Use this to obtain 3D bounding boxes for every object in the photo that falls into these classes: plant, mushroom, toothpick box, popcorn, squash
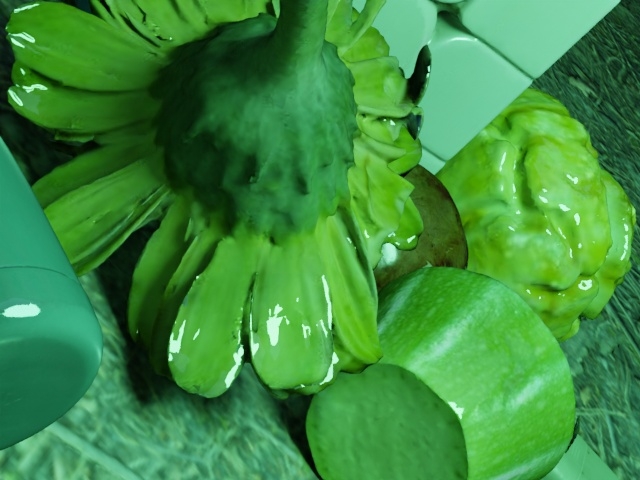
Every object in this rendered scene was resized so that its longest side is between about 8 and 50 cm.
[{"bbox_3d":[-0.017,-0.085,0.908,0.261,0.297,0.306,-17,68,-49],"label":"plant"},{"bbox_3d":[0.057,0.017,1.118,0.135,0.080,0.171,-39,112,-28],"label":"mushroom"},{"bbox_3d":[-0.189,0.004,0.742,0.120,0.120,0.184,16,38,-51],"label":"toothpick box"},{"bbox_3d":[0.154,-0.022,1.251,0.183,0.204,0.221,-13,54,-19],"label":"popcorn"},{"bbox_3d":[0.074,0.110,0.995,0.170,0.170,0.123,52,37,4],"label":"squash"}]

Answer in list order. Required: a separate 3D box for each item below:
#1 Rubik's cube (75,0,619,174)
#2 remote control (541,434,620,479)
[{"bbox_3d":[0.001,-0.237,1.175,0.291,0.290,0.292,30,27,-33],"label":"Rubik's cube"},{"bbox_3d":[0.230,0.221,1.230,0.309,0.038,0.090,47,26,-5],"label":"remote control"}]
